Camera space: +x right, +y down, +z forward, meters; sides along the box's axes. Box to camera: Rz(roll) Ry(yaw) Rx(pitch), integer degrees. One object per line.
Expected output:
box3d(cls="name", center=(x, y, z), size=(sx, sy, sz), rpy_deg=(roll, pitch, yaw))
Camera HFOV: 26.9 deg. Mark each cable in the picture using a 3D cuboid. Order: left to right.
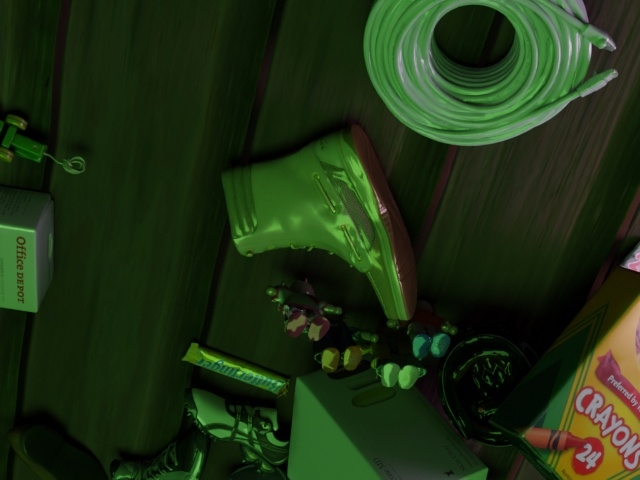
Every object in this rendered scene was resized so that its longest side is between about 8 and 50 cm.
box3d(cls="cable", center=(0.180, -0.231, 1.541), size=(0.257, 0.089, 0.257), rpy_deg=(-34, 116, 28))

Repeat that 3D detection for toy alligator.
box3d(cls="toy alligator", center=(-0.392, -0.126, 1.710), size=(0.189, 0.056, 0.051), rpy_deg=(24, 168, -14))

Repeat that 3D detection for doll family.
box3d(cls="doll family", center=(0.047, 0.132, 1.792), size=(0.263, 0.163, 0.118), rpy_deg=(10, 107, -7))

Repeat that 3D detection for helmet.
box3d(cls="helmet", center=(0.236, 0.195, 1.811), size=(0.169, 0.161, 0.169), rpy_deg=(-2, 82, 14))

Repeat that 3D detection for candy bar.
box3d(cls="candy bar", center=(-0.119, 0.187, 1.934), size=(0.161, 0.018, 0.040), rpy_deg=(22, 126, -9))

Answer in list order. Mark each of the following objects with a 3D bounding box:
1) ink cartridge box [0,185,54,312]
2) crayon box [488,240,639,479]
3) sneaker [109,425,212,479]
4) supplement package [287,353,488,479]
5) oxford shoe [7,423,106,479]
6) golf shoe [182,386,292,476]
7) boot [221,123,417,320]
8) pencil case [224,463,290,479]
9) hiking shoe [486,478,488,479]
box3d(cls="ink cartridge box", center=(-0.466, 0.004, 1.790), size=(0.203, 0.086, 0.148), rpy_deg=(8, 127, 1))
box3d(cls="crayon box", center=(0.389, 0.179, 1.723), size=(0.318, 0.081, 0.202), rpy_deg=(-49, 117, -10))
box3d(cls="sneaker", center=(-0.251, 0.349, 2.032), size=(0.132, 0.086, 0.229), rpy_deg=(20, 128, -6))
box3d(cls="supplement package", center=(0.083, 0.318, 1.838), size=(0.145, 0.262, 0.204), rpy_deg=(-17, 133, -27))
box3d(cls="oxford shoe", center=(-0.403, 0.350, 2.071), size=(0.076, 0.076, 0.212), rpy_deg=(2, 137, 44))
box3d(cls="golf shoe", center=(-0.114, 0.259, 1.963), size=(0.094, 0.077, 0.198), rpy_deg=(-40, 121, 18))
box3d(cls="boot", center=(0.000, 0.000, 1.711), size=(0.203, 0.095, 0.262), rpy_deg=(-16, 108, 18))
box3d(cls="pencil case", center=(-0.077, 0.473, 2.089), size=(0.124, 0.113, 0.273), rpy_deg=(8, 131, 25))
box3d(cls="hiking shoe", center=(0.137, 0.429, 2.033), size=(0.132, 0.113, 0.304), rpy_deg=(26, 139, -38))
